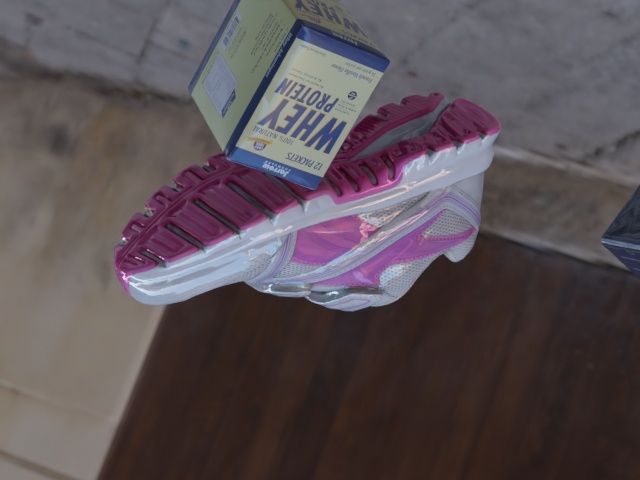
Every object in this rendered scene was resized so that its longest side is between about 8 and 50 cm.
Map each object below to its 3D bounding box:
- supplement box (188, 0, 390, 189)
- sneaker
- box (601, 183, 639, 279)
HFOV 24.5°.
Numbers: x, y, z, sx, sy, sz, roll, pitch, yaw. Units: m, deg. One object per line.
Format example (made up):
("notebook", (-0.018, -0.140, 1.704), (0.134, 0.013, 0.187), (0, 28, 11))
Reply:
("supplement box", (-0.019, -0.087, 0.782), (0.056, 0.083, 0.083), (18, -156, -31))
("sneaker", (0.000, 0.000, 0.910), (0.252, 0.111, 0.103), (-17, -151, -12))
("box", (0.463, -0.028, 1.194), (0.312, 0.343, 0.179), (41, 171, -20))
